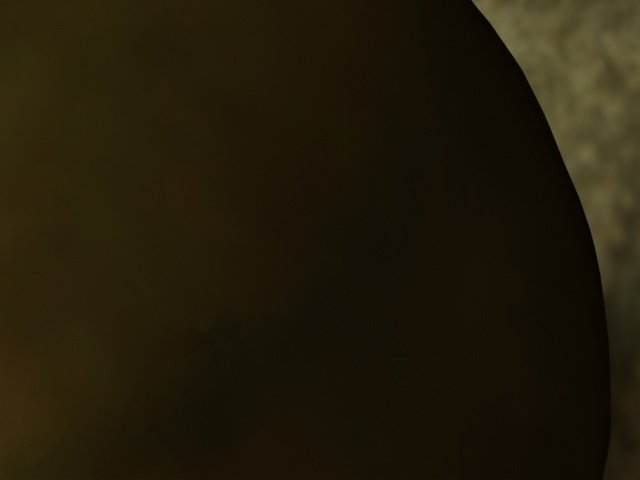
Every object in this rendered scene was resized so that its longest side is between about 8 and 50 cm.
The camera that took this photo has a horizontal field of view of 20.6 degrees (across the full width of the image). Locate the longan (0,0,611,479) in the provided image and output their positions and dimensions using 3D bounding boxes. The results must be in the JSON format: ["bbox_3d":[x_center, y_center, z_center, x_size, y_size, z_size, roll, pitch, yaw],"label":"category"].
[{"bbox_3d":[-0.106,0.041,0.476,0.361,0.361,0.361,-19,50,24],"label":"longan"}]
